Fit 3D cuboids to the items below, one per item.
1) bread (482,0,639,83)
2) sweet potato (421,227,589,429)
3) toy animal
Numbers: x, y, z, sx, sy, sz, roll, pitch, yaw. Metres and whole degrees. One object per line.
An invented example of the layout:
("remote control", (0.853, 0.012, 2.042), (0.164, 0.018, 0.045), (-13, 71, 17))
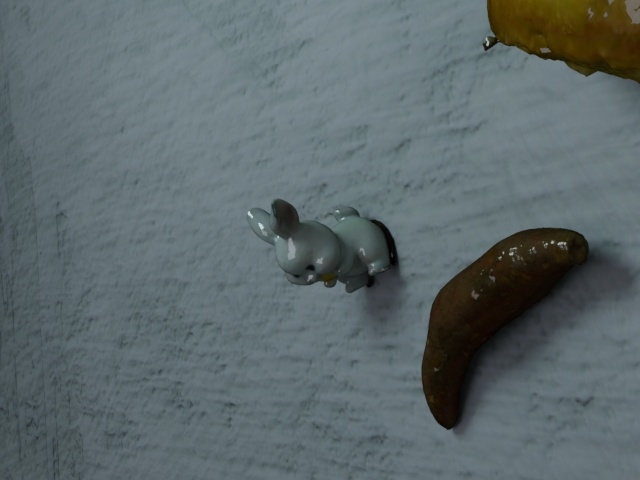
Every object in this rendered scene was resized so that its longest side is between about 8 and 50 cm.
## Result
("bread", (0.201, -0.174, 0.612), (0.340, 0.179, 0.194), (31, 119, 51))
("sweet potato", (0.130, 0.058, 0.850), (0.078, 0.058, 0.255), (46, 137, 17))
("toy animal", (0.001, 0.007, 0.976), (0.071, 0.124, 0.085), (-14, 79, 60))
